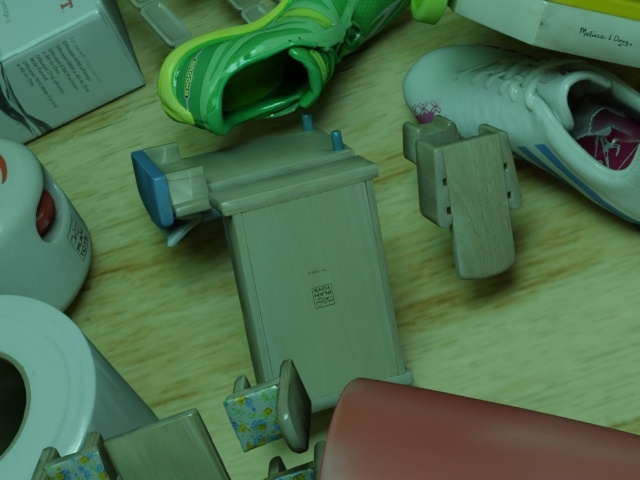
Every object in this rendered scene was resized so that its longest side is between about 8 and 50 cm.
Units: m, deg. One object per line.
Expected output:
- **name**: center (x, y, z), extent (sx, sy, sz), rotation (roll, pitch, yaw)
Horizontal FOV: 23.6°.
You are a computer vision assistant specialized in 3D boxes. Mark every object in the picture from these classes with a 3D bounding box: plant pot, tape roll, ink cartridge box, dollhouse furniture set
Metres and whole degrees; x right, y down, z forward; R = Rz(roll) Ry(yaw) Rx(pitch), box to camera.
- **plant pot**: center (0.136, 0.238, 1.090), extent (0.243, 0.275, 0.275), rotation (2, 57, 11)
- **tape roll**: center (-0.271, 0.191, 1.329), extent (0.246, 0.169, 0.246), rotation (-11, 53, 15)
- **ink cartridge box**: center (-0.373, -0.213, 1.675), extent (0.307, 0.129, 0.223), rotation (-26, 51, 3)
- **dollhouse furniture set**: center (0.000, 0.000, 1.419), extent (0.286, 0.198, 0.303), rotation (-14, 18, -14)
- **dollhouse furniture set**: center (-0.081, 0.248, 1.133), extent (0.212, 0.242, 0.161), rotation (-20, 19, 9)

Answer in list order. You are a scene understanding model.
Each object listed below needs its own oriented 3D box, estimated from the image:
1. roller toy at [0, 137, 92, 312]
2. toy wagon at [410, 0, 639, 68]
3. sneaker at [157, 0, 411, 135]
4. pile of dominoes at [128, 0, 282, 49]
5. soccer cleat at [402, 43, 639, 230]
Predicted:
- **roller toy**: center (-0.326, 0.010, 1.490), extent (0.209, 0.146, 0.191), rotation (25, 64, 44)
- **toy wagon**: center (0.195, -0.236, 1.400), extent (0.267, 0.068, 0.344), rotation (10, 23, -15)
- **sneaker**: center (-0.015, -0.184, 1.504), extent (0.295, 0.109, 0.123), rotation (-34, 46, -16)
- **pile of dominoes**: center (-0.122, -0.279, 1.632), extent (0.196, 0.040, 0.251), rotation (-31, 69, -27)
- **soccer cleat**: center (0.201, -0.125, 1.371), extent (0.331, 0.143, 0.116), rotation (29, 71, 35)
